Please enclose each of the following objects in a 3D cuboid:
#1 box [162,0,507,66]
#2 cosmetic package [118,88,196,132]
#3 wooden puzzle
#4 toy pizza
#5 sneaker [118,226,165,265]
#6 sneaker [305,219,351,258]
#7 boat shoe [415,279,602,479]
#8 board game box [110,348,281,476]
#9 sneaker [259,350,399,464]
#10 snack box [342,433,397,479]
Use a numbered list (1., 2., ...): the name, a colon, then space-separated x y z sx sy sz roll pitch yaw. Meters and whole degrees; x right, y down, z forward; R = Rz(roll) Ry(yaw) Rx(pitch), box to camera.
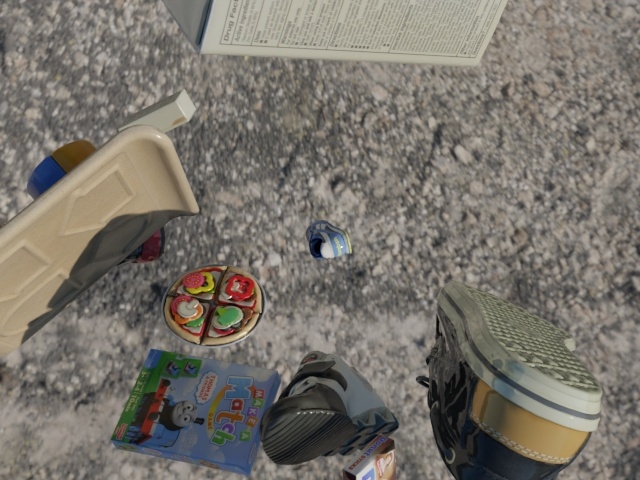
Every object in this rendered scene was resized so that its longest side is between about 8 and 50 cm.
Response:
1. box: 0.023 -0.252 0.800 0.311 0.121 0.148 -3 132 -33
2. cosmetic package: -0.265 -0.198 1.425 0.115 0.060 0.041 -21 115 19
3. wooden puzzle: -0.320 0.001 1.036 0.348 0.322 0.080 -37 80 -9
4. toy pizza: -0.204 0.117 1.675 0.201 0.201 0.032 -4 139 -4
5. sneaker: -0.359 -0.007 1.328 0.135 0.276 0.097 -10 98 -44
6. sneaker: 0.000 0.000 1.559 0.059 0.144 0.053 -24 106 -20
7. boat shoe: 0.201 0.158 1.009 0.187 0.500 0.156 24 99 4
8. board game box: -0.182 0.251 1.302 0.212 0.160 0.039 8 143 14
9. sneaker: -0.010 0.226 1.237 0.122 0.146 0.330 -35 157 13
10. snack box: 0.056 0.291 0.923 0.064 0.022 0.178 -32 129 -39
